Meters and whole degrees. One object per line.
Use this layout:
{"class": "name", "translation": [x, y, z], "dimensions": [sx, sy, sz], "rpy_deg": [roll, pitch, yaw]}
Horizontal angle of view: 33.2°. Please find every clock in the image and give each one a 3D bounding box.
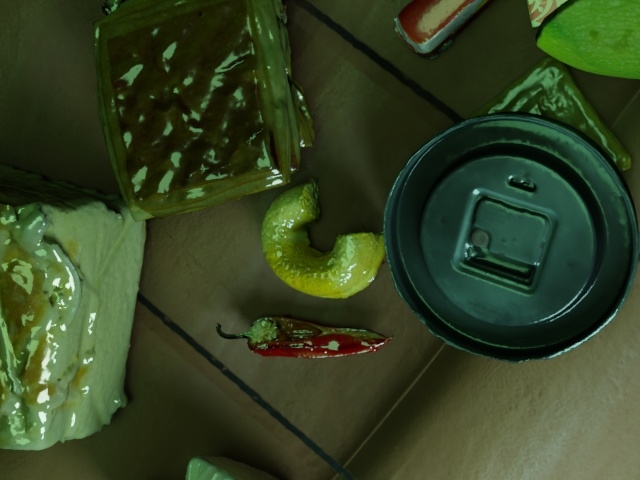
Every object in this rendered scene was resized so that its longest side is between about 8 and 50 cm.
{"class": "clock", "translation": [0.241, -0.005, 1.367], "dimensions": [0.325, 0.067, 0.325], "rpy_deg": [6, 107, 21]}

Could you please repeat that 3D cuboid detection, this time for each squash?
{"class": "squash", "translation": [0.403, -0.286, 1.213], "dimensions": [0.308, 0.233, 0.210], "rpy_deg": [12, 105, 35]}

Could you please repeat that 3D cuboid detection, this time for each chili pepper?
{"class": "chili pepper", "translation": [-0.025, 0.140, 1.515], "dimensions": [0.267, 0.059, 0.050], "rpy_deg": [1, 135, 16]}

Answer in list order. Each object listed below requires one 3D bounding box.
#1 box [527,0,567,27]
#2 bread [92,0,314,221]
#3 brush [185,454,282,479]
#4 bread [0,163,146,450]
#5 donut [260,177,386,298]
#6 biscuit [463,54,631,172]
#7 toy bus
{"class": "box", "translation": [0.309, -0.308, 1.359], "dimensions": [0.093, 0.015, 0.058], "rpy_deg": [-11, 91, 20]}
{"class": "bread", "translation": [-0.152, -0.200, 1.454], "dimensions": [0.277, 0.167, 0.325], "rpy_deg": [-13, 83, 21]}
{"class": "brush", "translation": [-0.166, 0.391, 1.541], "dimensions": [0.266, 0.174, 0.166], "rpy_deg": [20, 88, 34]}
{"class": "bread", "translation": [-0.472, 0.089, 1.546], "dimensions": [0.371, 0.279, 0.390], "rpy_deg": [15, 103, 19]}
{"class": "donut", "translation": [-0.008, 0.008, 1.477], "dimensions": [0.181, 0.078, 0.146], "rpy_deg": [39, 104, 13]}
{"class": "biscuit", "translation": [0.285, -0.122, 1.378], "dimensions": [0.174, 0.039, 0.183], "rpy_deg": [-40, 82, 18]}
{"class": "toy bus", "translation": [0.170, -0.310, 1.375], "dimensions": [0.174, 0.077, 0.079], "rpy_deg": [-42, 82, 18]}
